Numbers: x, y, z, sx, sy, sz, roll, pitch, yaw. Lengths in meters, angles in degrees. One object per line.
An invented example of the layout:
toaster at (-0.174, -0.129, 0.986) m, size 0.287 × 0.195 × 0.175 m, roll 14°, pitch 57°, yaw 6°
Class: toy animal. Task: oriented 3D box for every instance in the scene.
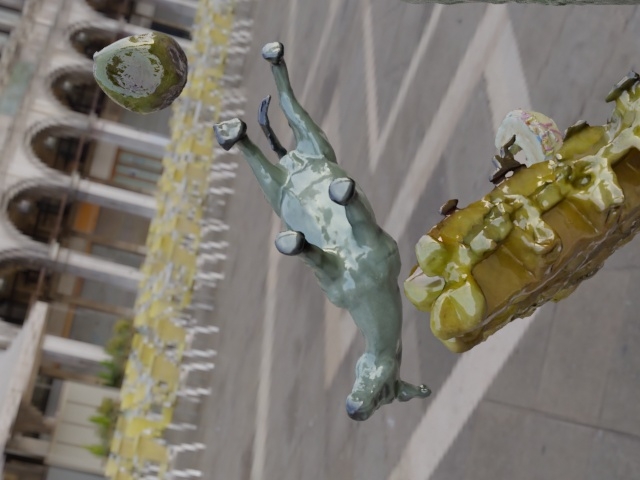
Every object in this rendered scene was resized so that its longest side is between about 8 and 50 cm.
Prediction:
toy animal at (0.006, -0.002, 0.690) m, size 0.176 × 0.073 × 0.217 m, roll 64°, pitch -179°, yaw -57°

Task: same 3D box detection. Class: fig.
fig at (-0.316, -0.296, 1.881) m, size 0.154 × 0.165 × 0.144 m, roll -134°, pitch 47°, yaw -57°

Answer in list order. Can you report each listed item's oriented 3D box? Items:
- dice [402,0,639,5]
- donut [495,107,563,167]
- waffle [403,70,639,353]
dice at (0.187, -0.322, 0.727) m, size 0.330 × 0.322 × 0.319 m, roll -133°, pitch 42°, yaw -74°
donut at (0.358, -0.160, 1.764) m, size 0.108 × 0.065 × 0.166 m, roll 97°, pitch 150°, yaw -46°
waffle at (0.173, -0.060, 0.527) m, size 0.293 × 0.069 × 0.259 m, roll -42°, pitch -15°, yaw 24°
